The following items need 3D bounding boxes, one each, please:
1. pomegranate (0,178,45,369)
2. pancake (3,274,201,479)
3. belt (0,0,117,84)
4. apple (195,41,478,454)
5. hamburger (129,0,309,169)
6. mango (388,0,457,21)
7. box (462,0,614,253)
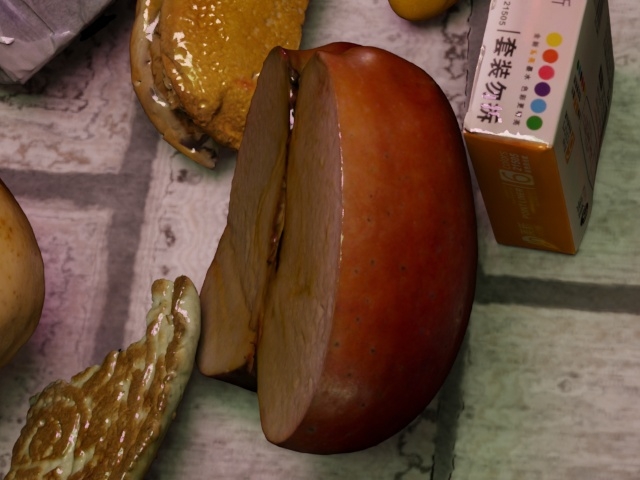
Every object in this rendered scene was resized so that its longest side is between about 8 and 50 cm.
[{"bbox_3d":[-0.427,0.044,1.789,0.332,0.332,0.332,-3,69,8],"label":"pomegranate"},{"bbox_3d":[-0.224,0.198,1.812,0.376,0.054,0.197,-53,42,-2],"label":"pancake"},{"bbox_3d":[-0.273,-0.276,1.940,0.289,0.164,0.184,-39,28,14],"label":"belt"},{"bbox_3d":[0.000,0.000,1.715,0.328,0.295,0.365,11,95,28],"label":"apple"},{"bbox_3d":[-0.110,-0.225,1.910,0.156,0.144,0.283,23,67,-23],"label":"hamburger"},{"bbox_3d":[0.124,-0.344,1.948,0.138,0.113,0.253,18,81,11],"label":"mango"},{"bbox_3d":[0.211,-0.132,1.770,0.091,0.274,0.221,9,69,16],"label":"box"}]
